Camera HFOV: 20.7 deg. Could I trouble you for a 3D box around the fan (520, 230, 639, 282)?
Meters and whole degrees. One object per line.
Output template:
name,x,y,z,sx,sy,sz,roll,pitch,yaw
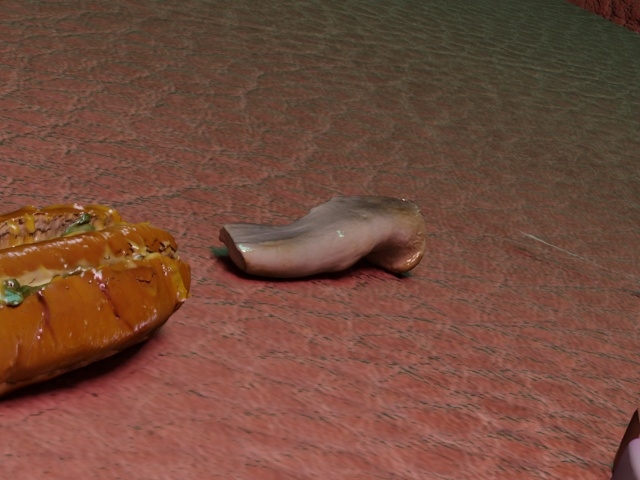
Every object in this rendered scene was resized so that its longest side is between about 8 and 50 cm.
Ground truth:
fan,0.309,0.056,1.482,0.310,0.010,0.182,24,15,4

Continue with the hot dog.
hot dog,-0.153,0.030,0.917,0.115,0.072,0.269,32,18,14

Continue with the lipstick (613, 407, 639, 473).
lipstick,0.251,0.148,1.044,0.145,0.045,0.045,21,18,1

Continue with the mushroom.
mushroom,0.002,0.001,1.243,0.059,0.054,0.202,24,21,34

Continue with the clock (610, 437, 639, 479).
clock,0.277,0.195,0.819,0.339,0.102,0.338,19,15,-5
